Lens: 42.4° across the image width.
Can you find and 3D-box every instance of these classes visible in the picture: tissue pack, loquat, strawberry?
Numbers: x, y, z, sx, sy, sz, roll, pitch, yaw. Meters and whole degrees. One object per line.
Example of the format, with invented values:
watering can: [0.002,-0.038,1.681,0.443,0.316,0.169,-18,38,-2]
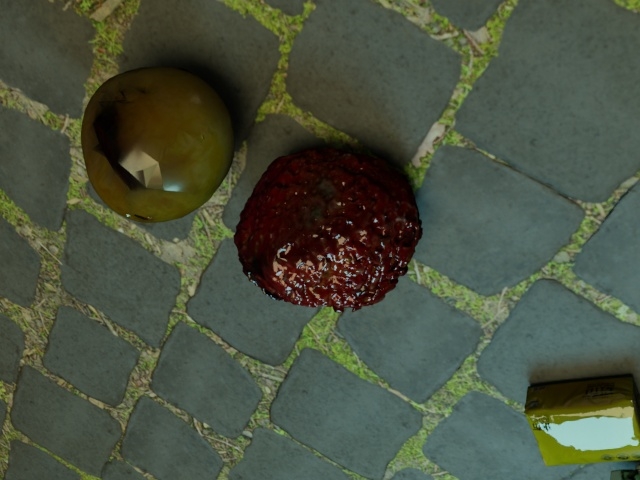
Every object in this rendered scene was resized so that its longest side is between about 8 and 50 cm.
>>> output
tissue pack: [0.415,0.282,1.279,0.169,0.082,0.120,-12,113,30]
loquat: [-0.239,-0.143,1.211,0.235,0.235,0.235,11,124,17]
strawberry: [0.000,0.000,1.201,0.274,0.220,0.274,13,124,21]

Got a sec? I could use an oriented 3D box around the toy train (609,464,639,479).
toy train: [0.548,0.382,1.260,0.194,0.081,0.125,3,162,1]
